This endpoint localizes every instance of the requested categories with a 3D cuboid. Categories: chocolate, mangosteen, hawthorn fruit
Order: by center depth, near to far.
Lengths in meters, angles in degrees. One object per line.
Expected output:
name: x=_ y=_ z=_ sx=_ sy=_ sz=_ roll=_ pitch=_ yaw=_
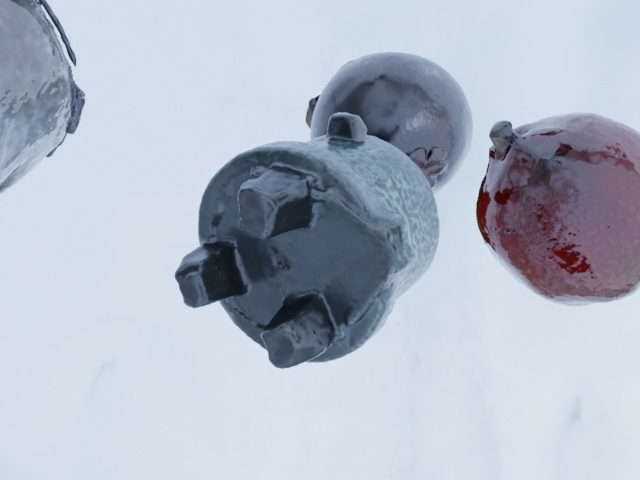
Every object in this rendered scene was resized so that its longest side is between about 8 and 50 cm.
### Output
hawthorn fruit: x=0.216 y=-0.037 z=0.696 sx=0.169 sy=0.169 sz=0.188 roll=-34 pitch=101 yaw=25
chocolate: x=-0.395 y=-0.122 z=0.732 sx=0.304 sy=0.213 sz=0.303 roll=11 pitch=138 yaw=11
mangosteen: x=0.123 y=-0.223 z=1.537 sx=0.307 sy=0.347 sz=0.306 roll=-11 pitch=130 yaw=-14

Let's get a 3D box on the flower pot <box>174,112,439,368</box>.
flower pot: x=0.000 y=0.000 z=0.999 sx=0.299 sy=0.283 sz=0.298 roll=14 pitch=116 yaw=31
